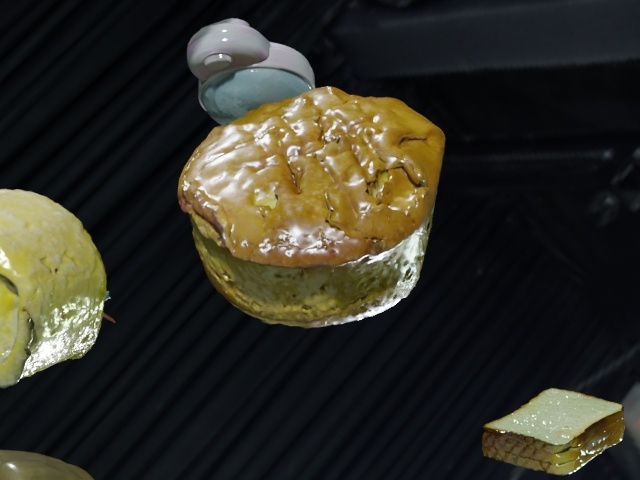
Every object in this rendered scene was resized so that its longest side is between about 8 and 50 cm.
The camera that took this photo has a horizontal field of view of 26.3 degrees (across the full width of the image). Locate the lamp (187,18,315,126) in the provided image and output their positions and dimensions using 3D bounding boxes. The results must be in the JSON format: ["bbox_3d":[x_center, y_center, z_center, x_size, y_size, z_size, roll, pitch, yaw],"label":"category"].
[{"bbox_3d":[-0.107,-0.234,2.065,0.179,0.108,0.246,-18,-34,21],"label":"lamp"}]

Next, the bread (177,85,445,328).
[{"bbox_3d":[-0.011,-0.052,1.904,0.398,0.398,0.215,27,-40,35],"label":"bread"}]

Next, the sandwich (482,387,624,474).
[{"bbox_3d":[0.414,0.332,2.405,0.186,0.214,0.065,9,-68,41],"label":"sandwich"}]

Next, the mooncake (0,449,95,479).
[{"bbox_3d":[-0.557,0.563,2.459,0.378,0.379,0.200,20,-3,45],"label":"mooncake"}]

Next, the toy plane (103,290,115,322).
[{"bbox_3d":[-0.412,0.012,1.894,0.223,0.104,0.326,30,11,-50],"label":"toy plane"}]

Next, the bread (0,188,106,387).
[{"bbox_3d":[-0.309,0.052,1.339,0.197,0.170,0.197,7,-70,18],"label":"bread"}]
